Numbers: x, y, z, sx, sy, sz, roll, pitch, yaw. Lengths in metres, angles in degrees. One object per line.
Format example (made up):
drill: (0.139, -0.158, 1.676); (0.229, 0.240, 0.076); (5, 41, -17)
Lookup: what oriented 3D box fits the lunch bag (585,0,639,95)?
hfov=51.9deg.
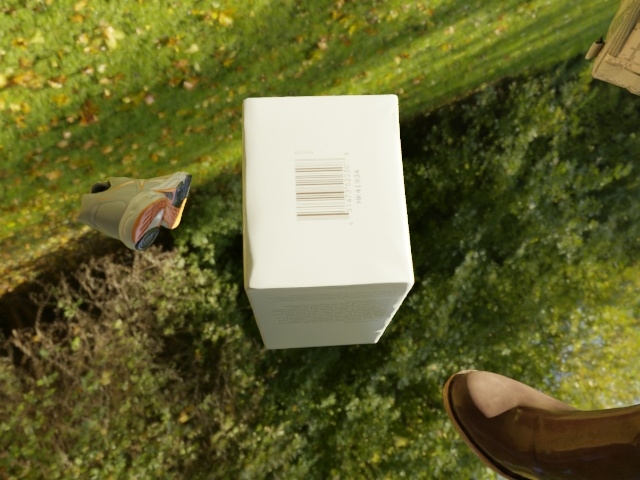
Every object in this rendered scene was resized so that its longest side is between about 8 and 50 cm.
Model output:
lunch bag: (0.549, -0.268, 0.897); (0.256, 0.305, 0.212); (-57, 168, -17)

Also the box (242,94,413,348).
box: (0.000, 0.000, 0.822); (0.169, 0.214, 0.345); (-2, 162, -3)

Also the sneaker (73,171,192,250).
sneaker: (-0.285, -0.069, 1.025); (0.121, 0.099, 0.262); (19, -166, 1)

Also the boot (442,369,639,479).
boot: (0.232, 0.147, 0.514); (0.090, 0.248, 0.206); (-48, 164, -34)
